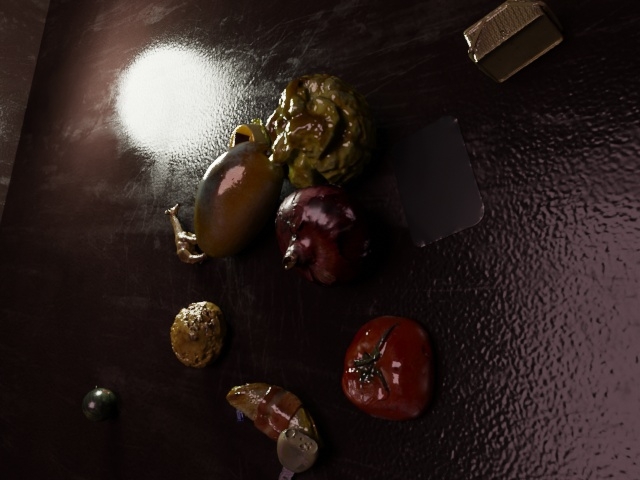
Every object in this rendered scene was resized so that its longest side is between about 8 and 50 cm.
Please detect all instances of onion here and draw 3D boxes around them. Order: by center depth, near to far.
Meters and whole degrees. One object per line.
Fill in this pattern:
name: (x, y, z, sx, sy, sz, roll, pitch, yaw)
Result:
onion: (0.000, 0.000, 1.260, 0.252, 0.219, 0.252, 24, 137, 25)

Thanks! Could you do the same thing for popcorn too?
popcorn: (0.000, -0.258, 1.336, 0.282, 0.247, 0.281, -25, 56, 45)

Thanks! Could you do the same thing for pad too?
pad: (0.248, -0.131, 1.238, 0.181, 0.004, 0.267, -26, 63, 34)

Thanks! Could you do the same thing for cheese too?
cheese: (-0.063, 0.497, 1.277, 0.097, 0.037, 0.192, 26, 130, 11)

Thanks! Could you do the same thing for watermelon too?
watermelon: (-0.721, 0.525, 1.852, 0.105, 0.105, 0.133, -55, 44, 16)

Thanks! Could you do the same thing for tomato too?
tomato: (0.126, 0.266, 1.178, 0.228, 0.101, 0.227, -14, 69, 42)

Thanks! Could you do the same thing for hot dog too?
hot dog: (-0.093, 0.403, 1.329, 0.262, 0.093, 0.123, 33, 120, 18)

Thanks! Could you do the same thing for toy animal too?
toy animal: (-0.414, -0.015, 1.761, 0.276, 0.054, 0.149, 25, 93, 43)

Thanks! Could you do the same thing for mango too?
mango: (-0.235, -0.099, 1.534, 0.221, 0.199, 0.384, 54, 126, 26)

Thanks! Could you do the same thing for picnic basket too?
picnic basket: (0.379, -0.401, 1.119, 0.164, 0.115, 0.079, -31, 58, 32)

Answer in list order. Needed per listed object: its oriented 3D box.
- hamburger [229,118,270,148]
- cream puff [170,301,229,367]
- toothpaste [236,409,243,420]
hamburger: (-0.196, -0.277, 1.619, 0.127, 0.082, 0.141, 1, 92, 44)
cream puff: (-0.341, 0.259, 1.571, 0.189, 0.130, 0.188, -9, 76, 41)
toothpaste: (-0.214, 0.430, 1.490, 0.024, 0.015, 0.083, -19, 72, 36)
